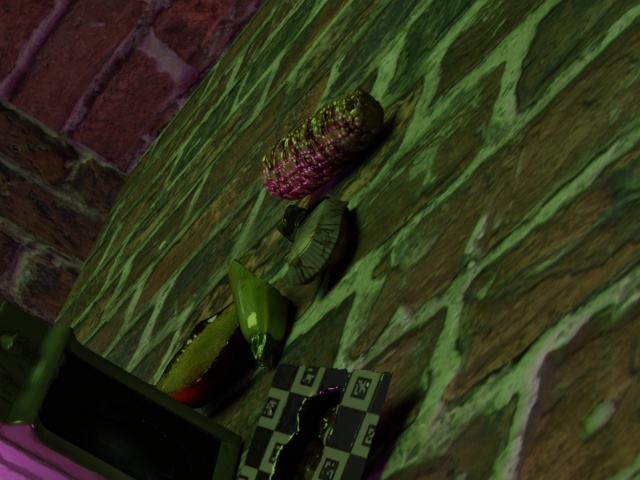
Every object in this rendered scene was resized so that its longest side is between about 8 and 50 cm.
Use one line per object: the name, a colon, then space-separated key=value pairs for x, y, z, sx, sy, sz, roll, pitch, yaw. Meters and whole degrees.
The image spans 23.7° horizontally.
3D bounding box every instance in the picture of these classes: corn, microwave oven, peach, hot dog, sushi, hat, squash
corn: x=0.005 y=-0.142 z=2.232 sx=0.290 sy=0.098 sz=0.098 roll=-37 pitch=25 yaw=53
microwave oven: x=-0.318 y=0.285 z=1.884 sx=0.286 sy=0.355 sz=0.218 roll=-51 pitch=15 yaw=32
peach: x=-0.149 y=0.171 z=2.160 sx=0.189 sy=0.068 sz=0.279 roll=-50 pitch=12 yaw=0
hot dog: x=0.000 y=0.000 z=2.026 sx=0.108 sy=0.059 sz=0.191 roll=-45 pitch=11 yaw=17
sushi: x=-0.002 y=0.235 z=1.524 sx=0.192 sy=0.050 sz=0.215 roll=-1 pitch=65 yaw=52
hat: x=-0.032 y=-0.021 z=2.165 sx=0.121 sy=0.050 sz=0.121 roll=-62 pitch=-9 yaw=-18
squash: x=-0.075 y=0.097 z=2.055 sx=0.075 sy=0.090 sz=0.200 roll=-25 pitch=33 yaw=4

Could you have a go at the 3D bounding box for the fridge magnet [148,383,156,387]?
fridge magnet: x=-0.318 y=0.292 z=2.324 sx=0.208 sy=0.088 sz=0.208 roll=-18 pitch=26 yaw=9
